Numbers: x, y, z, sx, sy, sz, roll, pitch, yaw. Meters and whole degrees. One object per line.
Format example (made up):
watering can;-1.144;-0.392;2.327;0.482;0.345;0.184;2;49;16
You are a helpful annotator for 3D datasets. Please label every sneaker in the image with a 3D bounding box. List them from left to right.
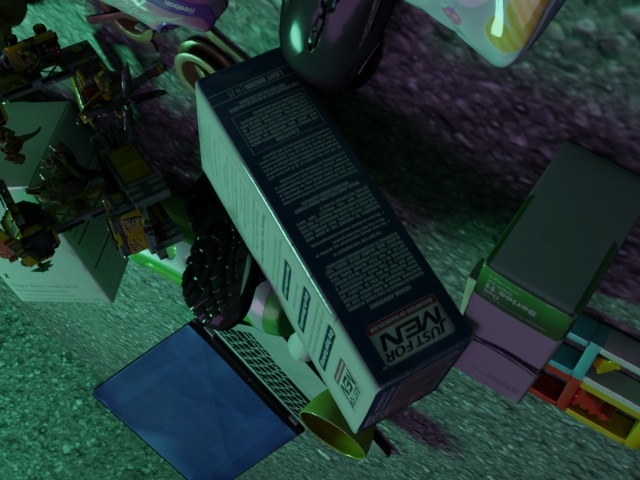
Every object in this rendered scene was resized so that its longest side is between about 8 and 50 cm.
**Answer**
sneaker;-0.488;-0.221;1.362;0.067;0.042;0.118;0;132;50
sneaker;-0.182;-0.253;0.860;0.236;0.095;0.104;17;156;35
sneaker;-0.087;0.017;1.061;0.107;0.283;0.124;-36;122;19

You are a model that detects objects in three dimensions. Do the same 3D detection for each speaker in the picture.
speaker;-0.148;0.024;1.244;0.297;0.131;0.131;26;153;23
speaker;-0.017;0.146;1.368;0.055;0.055;0.136;34;154;6

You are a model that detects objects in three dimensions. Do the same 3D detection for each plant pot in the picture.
plant pot;0.044;0.297;1.502;0.134;0.095;0.134;29;155;15

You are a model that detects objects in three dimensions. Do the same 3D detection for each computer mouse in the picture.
computer mouse;-0.018;-0.219;0.733;0.184;0.060;0.262;36;155;0

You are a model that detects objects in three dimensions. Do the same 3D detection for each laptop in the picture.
laptop;-0.153;0.348;1.684;0.408;0.236;0.382;4;140;50

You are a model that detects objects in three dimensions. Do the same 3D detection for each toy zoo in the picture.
toy zoo;0.292;0.145;0.994;0.293;0.030;0.192;29;154;18

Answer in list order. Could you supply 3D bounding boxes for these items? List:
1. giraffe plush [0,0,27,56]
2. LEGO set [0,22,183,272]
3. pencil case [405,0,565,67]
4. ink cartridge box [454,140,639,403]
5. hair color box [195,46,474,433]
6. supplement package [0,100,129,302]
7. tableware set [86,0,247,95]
giraffe plush;-0.451;-0.318;1.014;0.210;0.181;0.170;24;145;-12
LEGO set;-0.307;-0.078;1.091;0.192;0.255;0.331;49;149;38
pencil case;0.044;-0.221;0.560;0.273;0.124;0.113;33;112;6
ink cartridge box;0.197;0.037;0.786;0.087;0.153;0.208;31;154;15
hair color box;0.000;0.000;0.866;0.347;0.105;0.174;59;164;19
supplement package;-0.431;-0.052;1.363;0.178;0.175;0.293;0;143;16
tableware set;-0.171;-0.214;0.966;0.194;0.039;0.128;40;155;-7
